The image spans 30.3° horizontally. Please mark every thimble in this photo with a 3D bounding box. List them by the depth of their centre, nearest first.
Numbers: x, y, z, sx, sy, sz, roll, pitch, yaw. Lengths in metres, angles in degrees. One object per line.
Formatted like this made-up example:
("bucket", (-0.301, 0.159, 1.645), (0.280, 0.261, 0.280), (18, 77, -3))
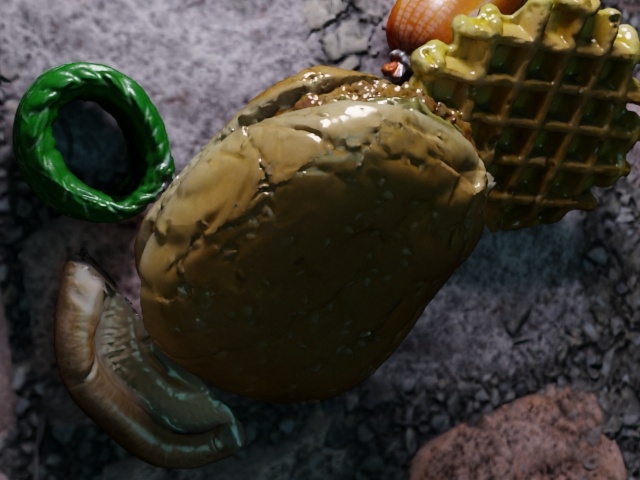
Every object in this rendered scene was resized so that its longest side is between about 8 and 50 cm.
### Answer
("thimble", (-0.179, -0.074, 0.931), (0.130, 0.090, 0.118), (33, 82, -19))

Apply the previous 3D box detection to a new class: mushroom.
("mushroom", (-0.153, 0.109, 0.955), (0.210, 0.072, 0.094), (47, 73, -13))

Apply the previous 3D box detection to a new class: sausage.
("sausage", (0.161, -0.256, 1.067), (0.093, 0.093, 0.312), (44, 76, -18))

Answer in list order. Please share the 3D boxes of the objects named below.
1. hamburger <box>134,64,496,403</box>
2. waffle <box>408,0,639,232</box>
("hamburger", (-0.001, 0.000, 0.919), (0.259, 0.144, 0.283), (26, 106, -36))
("waffle", (0.181, -0.102, 1.050), (0.249, 0.056, 0.253), (-24, 131, -8))
